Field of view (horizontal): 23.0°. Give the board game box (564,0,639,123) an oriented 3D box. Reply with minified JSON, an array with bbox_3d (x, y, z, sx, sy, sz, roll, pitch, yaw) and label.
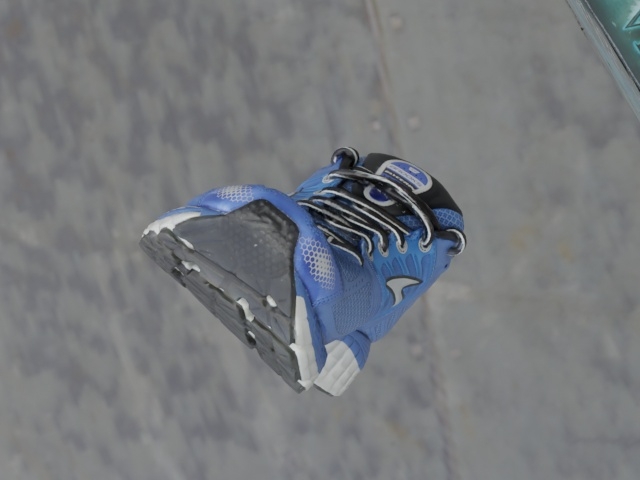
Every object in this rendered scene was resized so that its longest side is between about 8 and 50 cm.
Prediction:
[{"bbox_3d":[0.089,-0.065,0.456,0.026,0.126,0.186,-30,56,11],"label":"board game box"}]

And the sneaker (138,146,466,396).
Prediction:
[{"bbox_3d":[0.000,0.000,0.925,0.130,0.147,0.330,42,-179,9],"label":"sneaker"}]
